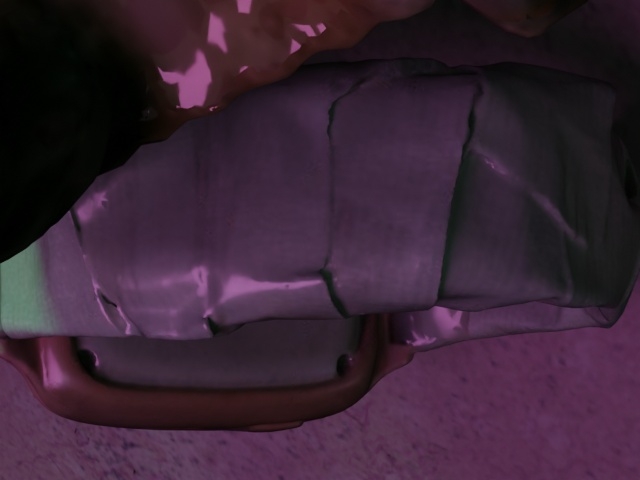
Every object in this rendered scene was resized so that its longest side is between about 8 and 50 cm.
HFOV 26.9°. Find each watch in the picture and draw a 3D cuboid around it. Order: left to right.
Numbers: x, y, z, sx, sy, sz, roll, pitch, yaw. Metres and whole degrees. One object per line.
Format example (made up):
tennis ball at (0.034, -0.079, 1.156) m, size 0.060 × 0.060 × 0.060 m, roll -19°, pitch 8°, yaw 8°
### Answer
watch at (0.000, 0.000, 0.569) m, size 0.241 × 0.253 × 0.161 m, roll -16°, pitch 74°, yaw 62°

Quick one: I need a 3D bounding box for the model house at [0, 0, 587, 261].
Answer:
model house at (-0.073, -0.250, 0.348) m, size 0.400 × 0.395 × 0.445 m, roll -21°, pitch 115°, yaw 17°
